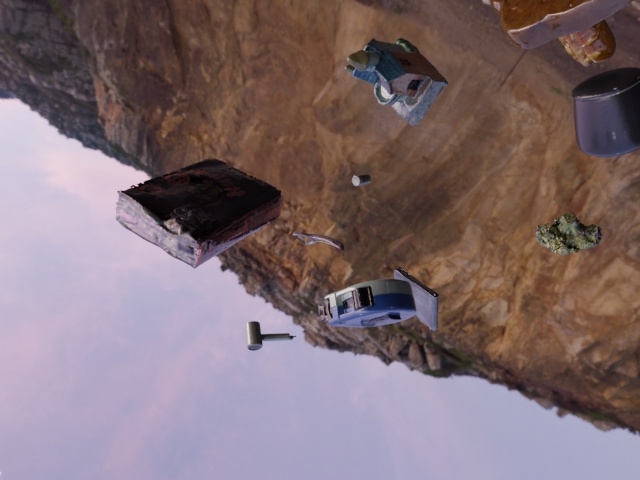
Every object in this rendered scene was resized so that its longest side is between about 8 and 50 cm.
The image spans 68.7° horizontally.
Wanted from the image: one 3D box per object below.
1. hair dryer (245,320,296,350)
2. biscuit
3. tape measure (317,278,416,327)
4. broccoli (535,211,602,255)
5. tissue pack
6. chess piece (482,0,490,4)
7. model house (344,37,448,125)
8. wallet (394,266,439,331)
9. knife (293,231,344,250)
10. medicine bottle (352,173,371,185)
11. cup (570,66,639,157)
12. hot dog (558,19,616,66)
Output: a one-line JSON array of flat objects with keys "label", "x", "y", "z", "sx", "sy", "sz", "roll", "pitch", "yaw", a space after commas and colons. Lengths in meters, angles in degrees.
[{"label": "hair dryer", "x": -0.117, "y": 0.227, "z": 1.126, "sx": 0.124, "sy": 0.038, "sz": 0.063, "roll": 2, "pitch": -127, "yaw": -19}, {"label": "biscuit", "x": 0.417, "y": -0.483, "z": 0.751, "sx": 0.074, "sy": 0.359, "sz": 0.381, "roll": 33, "pitch": -157, "yaw": -30}, {"label": "tape measure", "x": 0.189, "y": 0.184, "z": 1.283, "sx": 0.351, "sy": 0.215, "sz": 0.098, "roll": 10, "pitch": -117, "yaw": -42}, {"label": "broccoli", "x": 0.488, "y": -0.014, "z": 0.921, "sx": 0.097, "sy": 0.095, "sz": 0.092, "roll": 44, "pitch": 165, "yaw": 37}, {"label": "tissue pack", "x": -0.264, "y": -0.072, "z": 1.085, "sx": 0.245, "sy": 0.123, "sz": 0.332, "roll": 28, "pitch": -148, "yaw": 15}, {"label": "chess piece", "x": 0.469, "y": -0.546, "z": 1.036, "sx": 0.200, "sy": 0.090, "sz": 0.090, "roll": 31, "pitch": -158, "yaw": 23}, {"label": "model house", "x": 0.196, "y": -0.538, "z": 1.540, "sx": 0.324, "sy": 0.194, "sz": 0.267, "roll": -4, "pitch": -128, "yaw": -36}, {"label": "wallet", "x": 0.342, "y": 0.204, "z": 1.682, "sx": 0.036, "sy": 0.167, "sz": 0.222, "roll": -24, "pitch": -144, "yaw": -23}, {"label": "knife", "x": 0.001, "y": -0.002, "z": 2.126, "sx": 0.278, "sy": 0.053, "sz": 0.123, "roll": 11, "pitch": 166, "yaw": 43}, {"label": "medicine bottle", "x": 0.182, "y": -0.268, "z": 2.072, "sx": 0.083, "sy": 0.047, "sz": 0.047, "roll": -17, "pitch": -127, "yaw": -43}, {"label": "cup", "x": 0.693, "y": -0.312, "z": 1.099, "sx": 0.223, "sy": 0.169, "sz": 0.177, "roll": -41, "pitch": -67, "yaw": -27}, {"label": "hot dog", "x": 0.583, "y": -0.526, "z": 1.090, "sx": 0.269, "sy": 0.072, "sz": 0.115, "roll": 52, "pitch": -174, "yaw": -8}]
